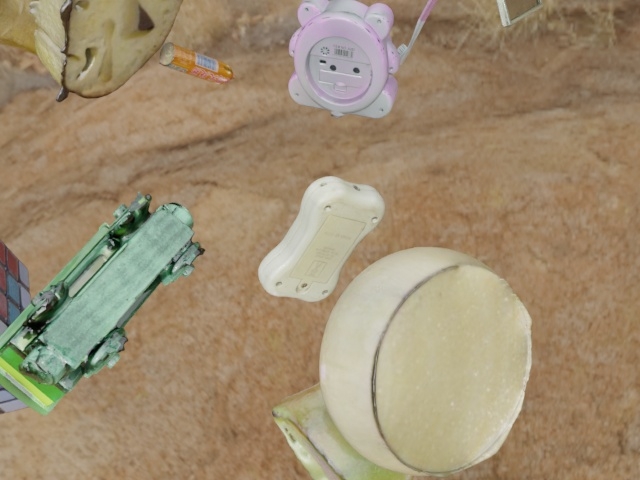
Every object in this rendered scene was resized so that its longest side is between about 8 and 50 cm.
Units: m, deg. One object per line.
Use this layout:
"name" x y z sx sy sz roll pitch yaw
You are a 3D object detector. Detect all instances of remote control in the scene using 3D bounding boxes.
"remote control" 0.000 0.000 0.811 0.122 0.074 0.032 -55 39 28

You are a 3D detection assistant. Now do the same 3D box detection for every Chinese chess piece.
"Chinese chess piece" 0.159 0.178 1.421 0.338 0.338 0.140 -53 31 -18

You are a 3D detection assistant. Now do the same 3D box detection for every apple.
"apple" 0.072 0.324 1.538 0.193 0.265 0.120 -37 16 -21

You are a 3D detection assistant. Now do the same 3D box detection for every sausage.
"sausage" -0.149 -0.217 1.206 0.031 0.107 0.031 -15 69 44

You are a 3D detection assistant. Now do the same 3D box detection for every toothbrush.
"toothbrush" 0.215 -0.465 1.951 0.020 0.286 0.025 -24 67 -38

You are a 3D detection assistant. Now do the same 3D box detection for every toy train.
"toy train" -0.274 0.073 1.184 0.120 0.202 0.301 44 50 -11

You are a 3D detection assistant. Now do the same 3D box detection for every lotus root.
"lotus root" -0.233 -0.280 1.067 0.170 0.260 0.074 -11 48 -41

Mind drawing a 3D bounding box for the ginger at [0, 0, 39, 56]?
"ginger" -0.510 -0.303 1.198 0.236 0.375 0.166 -15 65 15

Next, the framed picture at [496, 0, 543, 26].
"framed picture" 0.316 -0.439 1.583 0.015 0.150 0.203 -9 17 31

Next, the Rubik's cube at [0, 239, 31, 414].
"Rubik's cube" -0.672 0.141 1.621 0.293 0.287 0.292 -15 61 2

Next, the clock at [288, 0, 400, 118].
"clock" 0.047 -0.369 1.938 0.228 0.248 0.090 12 44 10
